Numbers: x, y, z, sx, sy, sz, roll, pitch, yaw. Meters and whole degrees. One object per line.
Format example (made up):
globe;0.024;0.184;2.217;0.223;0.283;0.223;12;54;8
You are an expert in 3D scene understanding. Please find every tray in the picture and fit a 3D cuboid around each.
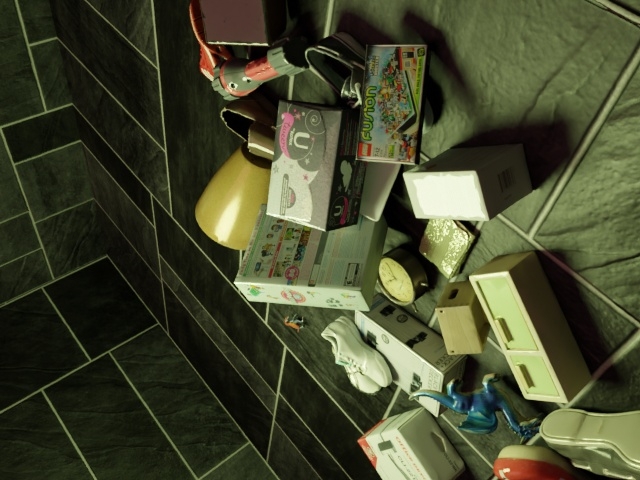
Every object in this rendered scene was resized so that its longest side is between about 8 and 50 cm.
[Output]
tray;0.046;-0.162;1.322;0.270;0.030;0.145;29;110;24

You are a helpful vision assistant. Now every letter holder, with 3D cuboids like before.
letter holder;-0.154;-0.594;1.243;0.152;0.214;0.302;7;128;16

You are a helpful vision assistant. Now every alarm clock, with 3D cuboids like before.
alarm clock;0.175;0.069;1.374;0.192;0.064;0.129;42;146;24

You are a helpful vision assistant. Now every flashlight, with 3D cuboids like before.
flashlight;-0.144;-0.403;1.376;0.103;0.103;0.304;43;157;-28

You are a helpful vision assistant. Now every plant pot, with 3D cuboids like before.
plant pot;-0.200;-0.145;1.623;0.237;0.237;0.254;48;136;20

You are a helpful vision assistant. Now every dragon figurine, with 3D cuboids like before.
dragon figurine;0.332;0.368;1.264;0.085;0.289;0.144;49;-147;-63

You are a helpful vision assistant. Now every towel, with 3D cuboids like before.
towel;0.259;0.005;1.229;0.110;0.027;0.148;45;147;26

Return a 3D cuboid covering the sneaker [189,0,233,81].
sneaker;-0.309;-0.520;1.575;0.128;0.087;0.221;4;118;54

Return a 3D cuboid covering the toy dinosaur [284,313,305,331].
toy dinosaur;-0.090;0.270;1.947;0.082;0.090;0.047;-8;95;25

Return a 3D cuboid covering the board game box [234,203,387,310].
board game box;-0.018;0.031;1.352;0.303;0.224;0.097;3;148;23

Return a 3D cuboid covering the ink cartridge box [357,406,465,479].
ink cartridge box;0.249;0.600;1.668;0.197;0.114;0.273;55;149;9

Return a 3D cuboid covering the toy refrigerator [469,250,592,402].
toy refrigerator;0.389;0.164;1.103;0.102;0.094;0.270;-15;103;59

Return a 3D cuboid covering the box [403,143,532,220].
box;0.256;-0.102;1.037;0.170;0.130;0.091;7;121;55

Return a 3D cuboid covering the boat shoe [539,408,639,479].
boat shoe;0.544;0.369;1.049;0.095;0.112;0.335;47;158;-12

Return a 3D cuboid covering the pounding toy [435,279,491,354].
pounding toy;0.289;0.160;1.227;0.100;0.141;0.130;-9;111;28

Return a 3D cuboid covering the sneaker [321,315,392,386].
sneaker;0.086;0.297;1.498;0.212;0.094;0.080;48;147;20

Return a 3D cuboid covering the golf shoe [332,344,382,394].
golf shoe;0.108;0.358;1.711;0.198;0.077;0.094;45;147;22

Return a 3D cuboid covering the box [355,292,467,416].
box;0.216;0.279;1.469;0.290;0.087;0.169;35;142;36

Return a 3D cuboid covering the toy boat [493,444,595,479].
toy boat;0.454;0.521;1.199;0.231;0.151;0.151;36;151;-6

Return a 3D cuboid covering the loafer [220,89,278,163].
loafer;-0.122;-0.240;1.488;0.366;0.130;0.134;42;145;28

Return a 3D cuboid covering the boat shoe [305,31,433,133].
boat shoe;0.086;-0.298;1.151;0.301;0.102;0.108;48;148;20

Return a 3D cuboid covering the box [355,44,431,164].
box;0.131;-0.244;1.066;0.114;0.036;0.207;7;96;22

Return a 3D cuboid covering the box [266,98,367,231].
box;-0.004;-0.162;1.249;0.163;0.142;0.247;16;105;30
